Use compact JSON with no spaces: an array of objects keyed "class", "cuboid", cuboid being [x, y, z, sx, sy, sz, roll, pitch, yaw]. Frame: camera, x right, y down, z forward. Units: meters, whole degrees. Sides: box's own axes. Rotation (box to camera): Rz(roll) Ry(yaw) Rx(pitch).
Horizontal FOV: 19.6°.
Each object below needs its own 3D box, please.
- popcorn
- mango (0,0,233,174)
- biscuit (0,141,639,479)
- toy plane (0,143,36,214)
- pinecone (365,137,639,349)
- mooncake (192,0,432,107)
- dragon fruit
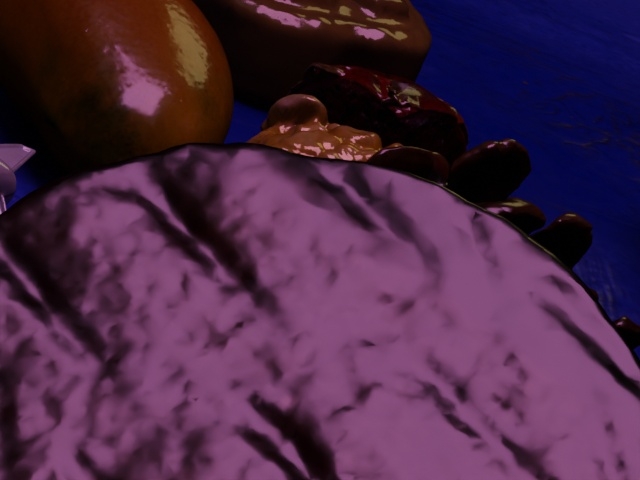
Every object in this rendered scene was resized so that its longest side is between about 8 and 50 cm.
[{"class":"popcorn","cuboid":[0.000,-0.011,1.324,0.194,0.140,0.163,8,36,-9]},{"class":"mango","cuboid":[-0.152,-0.126,1.412,0.175,0.139,0.254,-9,47,-31]},{"class":"biscuit","cuboid":[-0.026,0.130,0.890,0.407,0.091,0.407,4,52,-5]},{"class":"toy plane","cuboid":[-0.310,-0.065,1.191,0.255,0.101,0.251,17,37,-15]},{"class":"pinecone","cuboid":[0.081,0.078,1.110,0.244,0.244,0.309,-2,46,-43]},{"class":"mooncake","cuboid":[-0.022,-0.210,1.715,0.235,0.117,0.235,18,29,-10]},{"class":"dragon fruit","cuboid":[0.057,-0.100,1.562,0.161,0.127,0.120,-7,46,-46]}]
